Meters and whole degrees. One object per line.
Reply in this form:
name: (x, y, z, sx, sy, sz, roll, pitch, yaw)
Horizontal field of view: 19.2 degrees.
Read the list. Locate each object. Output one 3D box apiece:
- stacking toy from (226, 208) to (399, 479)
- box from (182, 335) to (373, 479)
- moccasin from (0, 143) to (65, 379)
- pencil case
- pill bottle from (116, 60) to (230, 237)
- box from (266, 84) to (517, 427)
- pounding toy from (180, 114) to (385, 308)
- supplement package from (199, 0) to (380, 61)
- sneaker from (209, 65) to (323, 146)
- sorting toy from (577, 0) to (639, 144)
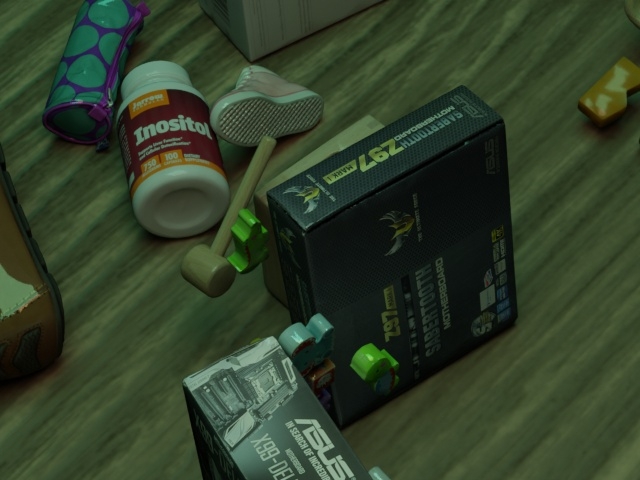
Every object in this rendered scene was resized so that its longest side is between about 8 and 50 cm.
stacking toy: (-0.015, 0.101, 1.409, 0.052, 0.221, 0.167, -32, 59, -24)
box: (0.018, 0.250, 1.264, 0.076, 0.242, 0.307, -25, 52, -15)
moccasin: (-0.340, -0.033, 1.608, 0.147, 0.139, 0.380, -15, 59, -19)
pencil case: (-0.206, -0.158, 1.735, 0.070, 0.064, 0.151, -11, 47, 25)
pill bottle: (-0.133, -0.083, 1.653, 0.086, 0.086, 0.152, -12, 50, -6)
box: (0.061, 0.016, 1.460, 0.183, 0.232, 0.059, -29, 48, -18)
pounding toy: (-0.005, -0.003, 1.514, 0.206, 0.181, 0.094, -36, 57, -23)
supplement package: (-0.020, -0.268, 1.786, 0.179, 0.105, 0.105, -27, 51, -17)
sneaker: (-0.065, -0.121, 1.682, 0.070, 0.051, 0.134, 32, 28, 33)
sorting toy: (0.388, -0.180, 1.676, 0.229, 0.041, 0.307, 42, 77, 16)
